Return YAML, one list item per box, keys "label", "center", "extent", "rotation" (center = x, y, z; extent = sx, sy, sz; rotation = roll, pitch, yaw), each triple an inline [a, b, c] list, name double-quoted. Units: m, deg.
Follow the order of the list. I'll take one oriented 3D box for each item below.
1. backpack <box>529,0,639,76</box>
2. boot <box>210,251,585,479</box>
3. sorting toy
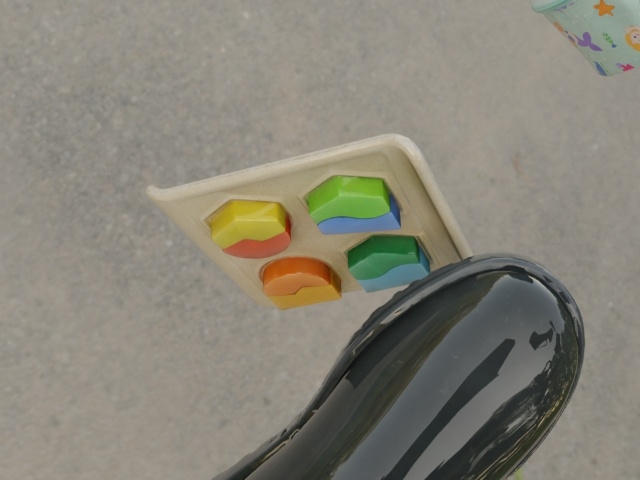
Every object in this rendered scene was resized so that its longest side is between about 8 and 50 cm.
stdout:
- label: "backpack"
  center: [0.282, -0.262, 0.761]
  extent: [0.191, 0.225, 0.253]
  rotation: [38, 71, -14]
- label: "boot"
  center: [0.021, 0.200, 0.472]
  extent: [0.146, 0.367, 0.445]
  rotation: [43, 12, -6]
- label: "sorting toy"
  center: [0.000, 0.000, 0.722]
  extent: [0.193, 0.208, 0.038]
  rotation: [52, 35, -54]
